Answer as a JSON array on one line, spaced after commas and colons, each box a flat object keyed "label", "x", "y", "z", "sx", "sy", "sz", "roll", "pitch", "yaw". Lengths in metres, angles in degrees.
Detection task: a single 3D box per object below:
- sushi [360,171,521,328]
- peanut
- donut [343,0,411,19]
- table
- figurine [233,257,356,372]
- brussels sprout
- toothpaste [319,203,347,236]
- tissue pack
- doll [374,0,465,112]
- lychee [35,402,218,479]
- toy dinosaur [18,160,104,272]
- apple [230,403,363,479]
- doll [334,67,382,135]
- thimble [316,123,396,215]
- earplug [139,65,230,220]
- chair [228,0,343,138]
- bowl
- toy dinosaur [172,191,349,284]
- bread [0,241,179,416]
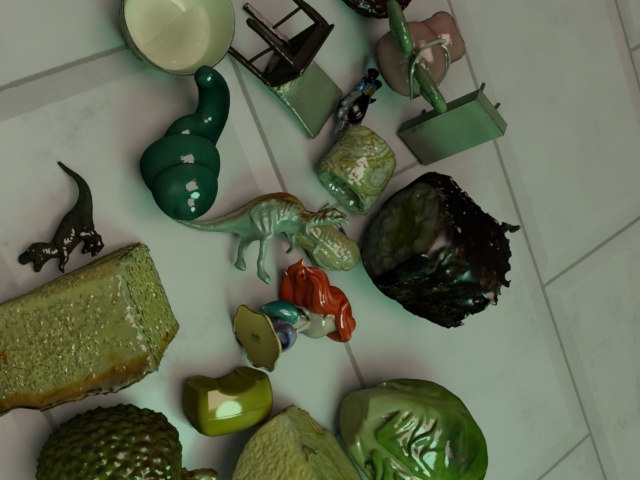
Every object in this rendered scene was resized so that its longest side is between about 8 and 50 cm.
[{"label": "sushi", "x": 0.278, "y": 0.022, "z": 1.786, "sx": 0.294, "sy": 0.281, "sz": 0.299, "roll": 33, "pitch": 62, "yaw": -27}, {"label": "peanut", "x": 0.000, "y": 0.000, "z": 1.732, "sx": 0.214, "sy": 0.098, "sz": 0.090, "roll": 39, "pitch": 33, "yaw": -24}, {"label": "donut", "x": 0.125, "y": -0.644, "z": 1.804, "sx": 0.235, "sy": 0.089, "sz": 0.235, "roll": -1, "pitch": 92, "yaw": -31}, {"label": "table", "x": 0.332, "y": -0.296, "z": 1.858, "sx": 0.121, "sy": 0.240, "sz": 0.111, "roll": 47, "pitch": 49, "yaw": -24}, {"label": "figurine", "x": -0.043, "y": 0.158, "z": 1.662, "sx": 0.257, "sy": 0.181, "sz": 0.208, "roll": -23, "pitch": 73, "yaw": -37}, {"label": "brussels sprout", "x": 0.216, "y": 0.471, "z": 1.762, "sx": 0.355, "sy": 0.281, "sz": 0.289, "roll": 27, "pitch": 100, "yaw": -11}, {"label": "toothpaste", "x": 0.044, "y": -0.022, "z": 1.798, "sx": 0.037, "sy": 0.021, "sz": 0.140, "roll": -39, "pitch": 108, "yaw": -25}, {"label": "tissue pack", "x": -0.193, "y": 0.346, "z": 1.593, "sx": 0.178, "sy": 0.123, "sz": 0.127, "roll": -8, "pitch": 98, "yaw": -32}, {"label": "doll", "x": 0.237, "y": -0.442, "z": 1.766, "sx": 0.216, "sy": 0.268, "sz": 0.284, "roll": -27, "pitch": 104, "yaw": 11}, {"label": "lychee", "x": -0.368, "y": 0.449, "z": 1.415, "sx": 0.320, "sy": 0.270, "sz": 0.270, "roll": 29, "pitch": 72, "yaw": 6}, {"label": "toy dinosaur", "x": -0.500, "y": -0.035, "z": 1.425, "sx": 0.187, "sy": 0.087, "sz": 0.179, "roll": -40, "pitch": 111, "yaw": -26}, {"label": "apple", "x": -0.034, "y": 0.532, "z": 1.625, "sx": 0.309, "sy": 0.252, "sz": 0.314, "roll": 51, "pitch": 52, "yaw": -58}, {"label": "doll", "x": 0.087, "y": -0.324, "z": 1.794, "sx": 0.195, "sy": 0.070, "sz": 0.096, "roll": -57, "pitch": 144, "yaw": -22}, {"label": "thimble", "x": 0.092, "y": -0.162, "z": 1.760, "sx": 0.143, "sy": 0.137, "sz": 0.190, "roll": -55, "pitch": 127, "yaw": -19}, {"label": "earplug", "x": -0.249, "y": -0.175, "z": 1.504, "sx": 0.164, "sy": 0.257, "sz": 0.280, "roll": 25, "pitch": 46, "yaw": -46}, {"label": "chair", "x": -0.047, "y": -0.387, "z": 1.649, "sx": 0.319, "sy": 0.186, "sz": 0.160, "roll": 41, "pitch": 63, "yaw": -23}, {"label": "bowl", "x": -0.303, "y": -0.440, "z": 1.520, "sx": 0.238, "sy": 0.126, "sz": 0.237, "roll": 0, "pitch": 90, "yaw": -31}, {"label": "toy dinosaur", "x": -0.147, "y": -0.019, "z": 1.619, "sx": 0.393, "sy": 0.092, "sz": 0.205, "roll": 15, "pitch": 82, "yaw": -1}, {"label": "bread", "x": -0.455, "y": 0.169, "z": 1.469, "sx": 0.315, "sy": 0.279, "sz": 0.248, "roll": -15, "pitch": 100, "yaw": 13}]
